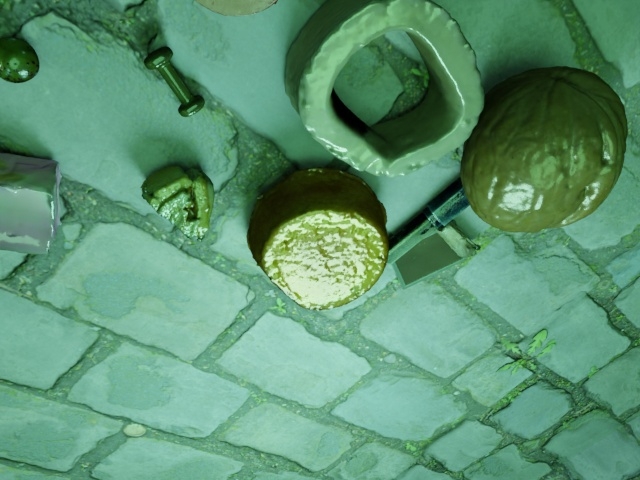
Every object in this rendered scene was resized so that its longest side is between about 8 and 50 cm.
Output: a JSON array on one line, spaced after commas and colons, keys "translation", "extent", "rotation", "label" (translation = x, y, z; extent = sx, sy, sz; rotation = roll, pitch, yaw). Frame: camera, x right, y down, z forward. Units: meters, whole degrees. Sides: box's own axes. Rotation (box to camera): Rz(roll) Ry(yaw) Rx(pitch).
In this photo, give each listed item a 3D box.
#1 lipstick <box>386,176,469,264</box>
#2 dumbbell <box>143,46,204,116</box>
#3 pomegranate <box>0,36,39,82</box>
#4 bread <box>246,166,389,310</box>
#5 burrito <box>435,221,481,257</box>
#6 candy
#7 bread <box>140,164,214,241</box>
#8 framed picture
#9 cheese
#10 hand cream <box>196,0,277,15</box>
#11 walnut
[{"translation": [0.222, -0.023, 1.165], "extent": [0.312, 0.051, 0.051], "rotation": [-41, 117, 15], "label": "lipstick"}, {"translation": [-0.248, -0.270, 0.859], "extent": [0.052, 0.046, 0.118], "rotation": [-30, 127, 1], "label": "dumbbell"}, {"translation": [-0.473, -0.273, 0.769], "extent": [0.073, 0.084, 0.073], "rotation": [-1, 127, -2], "label": "pomegranate"}, {"translation": [0.005, 0.002, 1.049], "extent": [0.313, 0.172, 0.312], "rotation": [-6, 126, -8], "label": "bread"}, {"translation": [0.329, -0.001, 1.205], "extent": [0.149, 0.041, 0.055], "rotation": [36, 96, -33], "label": "burrito"}, {"translation": [-0.594, -0.071, 0.864], "extent": [0.265, 0.115, 0.155], "rotation": [6, 123, -19], "label": "candy"}, {"translation": [-0.251, -0.083, 0.970], "extent": [0.110, 0.103, 0.156], "rotation": [-44, 131, 3], "label": "bread"}, {"translation": [0.267, 0.037, 1.250], "extent": [0.183, 0.011, 0.142], "rotation": [-26, 128, 4], "label": "framed picture"}, {"translation": [0.116, -0.270, 0.894], "extent": [0.332, 0.153, 0.292], "rotation": [35, 110, -31], "label": "cheese"}, {"translation": [-0.129, -0.434, 0.722], "extent": [0.193, 0.125, 0.193], "rotation": [-8, 126, -11], "label": "hand cream"}, {"translation": [0.419, -0.165, 0.976], "extent": [0.333, 0.332, 0.332], "rotation": [-8, 127, -10], "label": "walnut"}]
